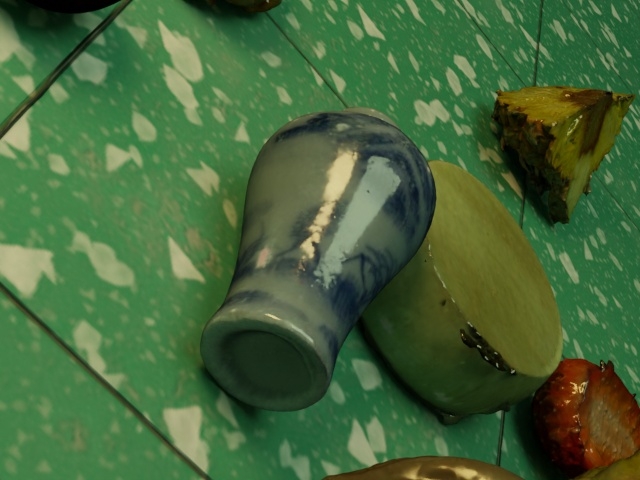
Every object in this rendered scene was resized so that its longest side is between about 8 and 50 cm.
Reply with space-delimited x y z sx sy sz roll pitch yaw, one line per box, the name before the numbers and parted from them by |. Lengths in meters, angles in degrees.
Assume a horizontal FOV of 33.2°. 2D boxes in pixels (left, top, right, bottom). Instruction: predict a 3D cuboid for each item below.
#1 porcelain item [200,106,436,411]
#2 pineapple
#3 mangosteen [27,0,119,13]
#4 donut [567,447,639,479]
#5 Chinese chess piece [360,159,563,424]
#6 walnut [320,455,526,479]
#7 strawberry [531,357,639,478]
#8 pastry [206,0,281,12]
porcelain item | 0.000 0.000 0.772 0.141 0.141 0.259 46 42 -20
pineapple | 0.283 -0.117 1.354 0.250 0.140 0.164 -32 131 -46
mangosteen | -0.178 -0.222 0.737 0.140 0.140 0.140 37 36 -32
donut | 0.316 0.275 0.904 0.261 0.208 0.128 35 37 -26
Chinese chess piece | 0.115 0.041 0.938 0.238 0.092 0.238 38 35 -33
walnut | 0.068 0.222 0.595 0.224 0.224 0.224 37 36 -32
strawberry | 0.260 0.190 1.042 0.188 0.082 0.121 43 51 -41
pastry | -0.091 -0.315 0.956 0.229 0.100 0.218 48 31 -19
